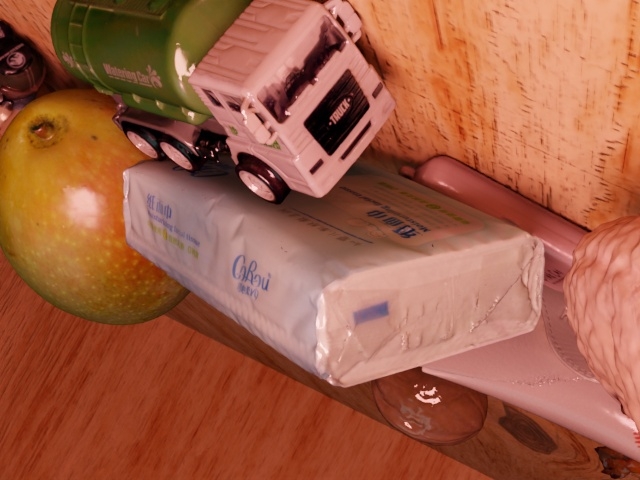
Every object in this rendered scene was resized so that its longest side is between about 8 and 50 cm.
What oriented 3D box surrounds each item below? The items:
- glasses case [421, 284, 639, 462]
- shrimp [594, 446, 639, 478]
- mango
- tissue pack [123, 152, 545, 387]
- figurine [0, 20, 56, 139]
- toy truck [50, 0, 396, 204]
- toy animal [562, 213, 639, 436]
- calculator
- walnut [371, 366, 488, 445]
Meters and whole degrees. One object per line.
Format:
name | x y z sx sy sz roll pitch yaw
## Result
glasses case | 0.219 0.097 0.911 0.308 0.128 0.083 23 143 25
shrimp | 0.468 0.343 1.612 0.222 0.054 0.290 27 166 -1
mango | -0.202 -0.020 1.160 0.225 0.201 0.382 54 175 13
tissue pack | 0.000 0.000 0.796 0.177 0.089 0.263 -12 -157 -32
figurine | -0.313 -0.142 1.167 0.114 0.108 0.196 41 162 3
toy truck | -0.073 -0.112 0.747 0.243 0.101 0.125 21 155 45
toy animal | 0.276 0.086 0.564 0.359 0.188 0.226 23 174 20
calculator | 0.135 -0.011 0.862 0.175 0.032 0.100 28 169 1
walnut | 0.145 0.203 1.555 0.162 0.140 0.140 16 168 6
